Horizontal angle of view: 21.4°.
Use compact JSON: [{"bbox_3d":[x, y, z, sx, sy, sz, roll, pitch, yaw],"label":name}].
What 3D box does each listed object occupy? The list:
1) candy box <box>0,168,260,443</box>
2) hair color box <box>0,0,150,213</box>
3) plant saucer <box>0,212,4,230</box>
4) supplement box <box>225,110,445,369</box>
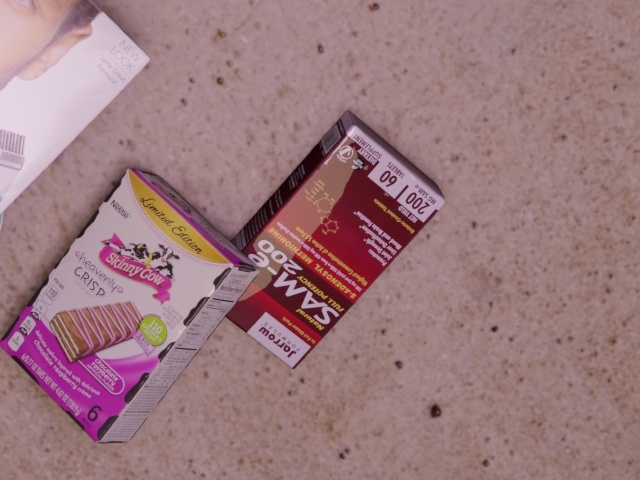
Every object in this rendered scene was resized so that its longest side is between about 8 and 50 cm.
[{"bbox_3d":[-0.194,0.067,1.712,0.159,0.071,0.233,41,100,20],"label":"candy box"},{"bbox_3d":[-0.349,-0.119,1.619,0.185,0.110,0.339,45,81,-16],"label":"hair color box"},{"bbox_3d":[-0.417,-0.034,1.701,0.195,0.037,0.195,-7,109,-21],"label":"plant saucer"},{"bbox_3d":[0.000,0.000,1.748,0.130,0.073,0.239,38,101,-15],"label":"supplement box"}]
